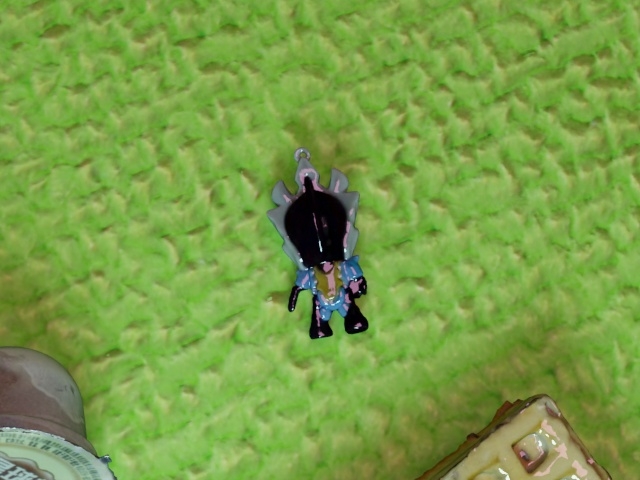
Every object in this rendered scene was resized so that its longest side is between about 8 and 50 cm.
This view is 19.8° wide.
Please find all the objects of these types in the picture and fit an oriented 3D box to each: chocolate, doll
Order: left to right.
[{"bbox_3d":[-0.291,0.178,1.693,0.221,0.221,0.147,3,46,-10],"label":"chocolate"},{"bbox_3d":[0.000,0.000,1.833,0.096,0.070,0.195,-12,81,3],"label":"doll"}]

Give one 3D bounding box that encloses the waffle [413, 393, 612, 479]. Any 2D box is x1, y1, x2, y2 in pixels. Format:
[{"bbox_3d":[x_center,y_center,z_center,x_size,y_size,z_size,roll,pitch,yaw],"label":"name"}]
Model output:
[{"bbox_3d":[0.133,0.342,1.723,0.376,0.114,0.261,-33,89,-21],"label":"waffle"}]
